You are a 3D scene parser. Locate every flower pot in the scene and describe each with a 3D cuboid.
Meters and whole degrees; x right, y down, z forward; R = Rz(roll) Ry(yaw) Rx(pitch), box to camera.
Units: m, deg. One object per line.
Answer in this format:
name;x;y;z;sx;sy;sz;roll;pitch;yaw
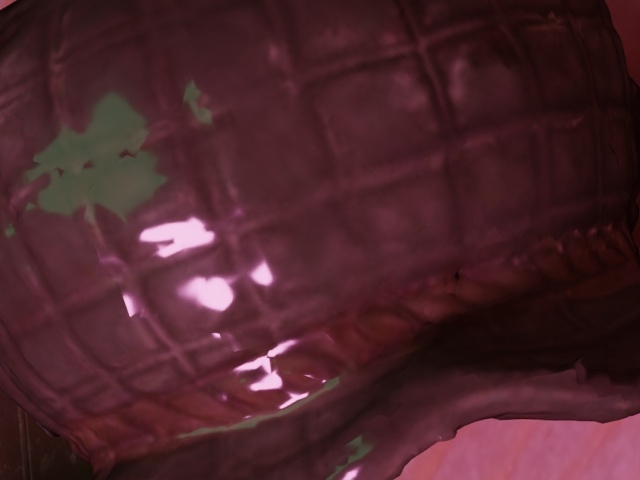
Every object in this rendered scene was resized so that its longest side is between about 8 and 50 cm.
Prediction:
flower pot;0.000;0.000;0.628;0.301;0.301;0.213;-28;79;46

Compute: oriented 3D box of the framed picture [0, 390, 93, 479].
framed picture;-0.186;0.254;1.029;0.247;0.022;0.335;24;106;49
